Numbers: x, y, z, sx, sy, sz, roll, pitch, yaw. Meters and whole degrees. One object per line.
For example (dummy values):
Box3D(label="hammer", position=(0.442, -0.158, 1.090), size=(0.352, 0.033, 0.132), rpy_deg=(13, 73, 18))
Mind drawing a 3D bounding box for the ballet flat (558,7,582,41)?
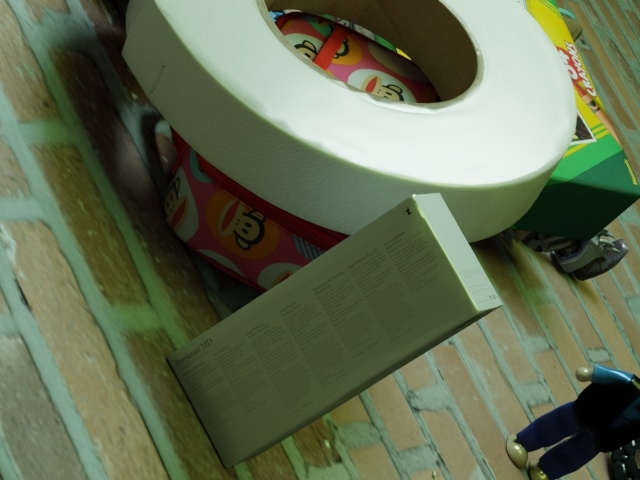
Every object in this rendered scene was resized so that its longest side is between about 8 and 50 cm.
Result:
Box3D(label="ballet flat", position=(0.247, -0.263, 2.445), size=(0.342, 0.116, 0.124), rpy_deg=(14, 67, -57))

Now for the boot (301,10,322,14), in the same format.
Box3D(label="boot", position=(-0.094, -0.299, 1.841), size=(0.236, 0.089, 0.269), rpy_deg=(46, 23, 1))

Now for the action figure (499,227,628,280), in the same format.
Box3D(label="action figure", position=(0.262, -0.049, 2.197), size=(0.285, 0.099, 0.185), rpy_deg=(22, 46, -48))

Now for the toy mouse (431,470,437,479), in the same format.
Box3D(label="toy mouse", position=(0.136, 0.297, 1.583), size=(0.143, 0.031, 0.161), rpy_deg=(40, 28, -33))

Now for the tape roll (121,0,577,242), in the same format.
Box3D(label="tape roll", position=(0.028, -0.154, 1.547), size=(0.392, 0.072, 0.392), rpy_deg=(18, 39, -15))

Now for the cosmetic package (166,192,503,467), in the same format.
Box3D(label="cosmetic package", position=(0.009, 0.067, 1.364), size=(0.099, 0.239, 0.060), rpy_deg=(61, 24, 8))

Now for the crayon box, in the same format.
Box3D(label="crayon box", position=(0.162, -0.189, 2.069), size=(0.313, 0.106, 0.363), rpy_deg=(9, 49, -39))

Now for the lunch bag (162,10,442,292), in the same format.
Box3D(label="lunch bag", position=(-0.006, -0.071, 1.587), size=(0.258, 0.120, 0.293), rpy_deg=(29, 38, 0))

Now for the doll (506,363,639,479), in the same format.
Box3D(label="doll", position=(0.281, 0.179, 1.818), size=(0.129, 0.189, 0.046), rpy_deg=(48, 25, -18))

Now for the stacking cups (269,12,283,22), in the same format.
Box3D(label="stacking cups", position=(-0.083, -0.190, 1.731), size=(0.316, 0.096, 0.096), rpy_deg=(33, 32, -34))

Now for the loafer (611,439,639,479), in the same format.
Box3D(label="loafer", position=(0.372, 0.291, 2.007), size=(0.078, 0.076, 0.223), rpy_deg=(33, 37, -53))
